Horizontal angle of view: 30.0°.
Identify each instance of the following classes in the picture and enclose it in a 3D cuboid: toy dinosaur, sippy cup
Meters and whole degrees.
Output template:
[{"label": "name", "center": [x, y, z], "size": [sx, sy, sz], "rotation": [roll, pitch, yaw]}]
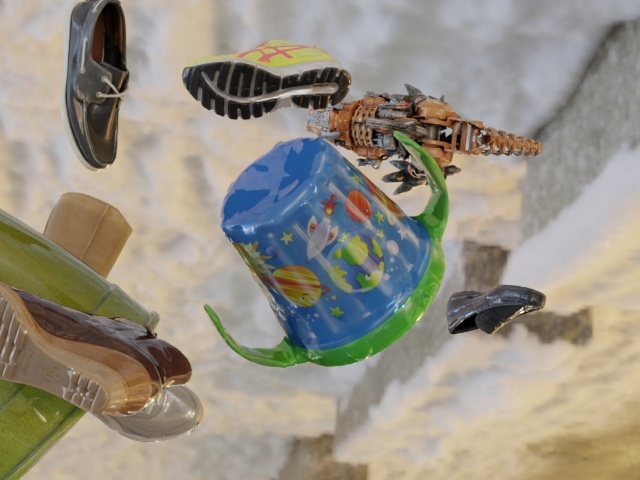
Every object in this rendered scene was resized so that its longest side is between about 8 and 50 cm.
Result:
[{"label": "toy dinosaur", "center": [0.146, -0.143, 1.734], "size": [0.322, 0.164, 0.218], "rotation": [28, -179, 4]}, {"label": "sippy cup", "center": [0.000, 0.000, 1.476], "size": [0.240, 0.305, 0.224], "rotation": [-9, 133, 43]}]

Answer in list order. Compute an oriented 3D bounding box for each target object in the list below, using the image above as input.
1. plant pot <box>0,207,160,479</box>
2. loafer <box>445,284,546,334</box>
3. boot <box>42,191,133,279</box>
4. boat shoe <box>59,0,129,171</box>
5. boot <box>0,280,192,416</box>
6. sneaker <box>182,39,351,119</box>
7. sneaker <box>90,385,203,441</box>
[{"label": "plant pot", "center": [-0.456, 0.102, 1.491], "size": [0.353, 0.366, 0.366], "rotation": [46, 150, -10]}, {"label": "loafer", "center": [0.300, 0.123, 2.052], "size": [0.076, 0.078, 0.223], "rotation": [21, 160, -31]}, {"label": "boot", "center": [-0.348, 0.060, 1.888], "size": [0.236, 0.269, 0.089], "rotation": [27, 132, -10]}, {"label": "boat shoe", "center": [-0.297, -0.210, 1.601], "size": [0.079, 0.233, 0.084], "rotation": [-1, 180, 35]}, {"label": "boot", "center": [-0.275, 0.106, 1.293], "size": [0.248, 0.090, 0.207], "rotation": [32, -170, 12]}, {"label": "sneaker", "center": [-0.073, -0.208, 1.481], "size": [0.208, 0.094, 0.081], "rotation": [-1, 132, -21]}, {"label": "sneaker", "center": [-0.282, 0.199, 1.597], "size": [0.262, 0.099, 0.121], "rotation": [18, 163, -5]}]
